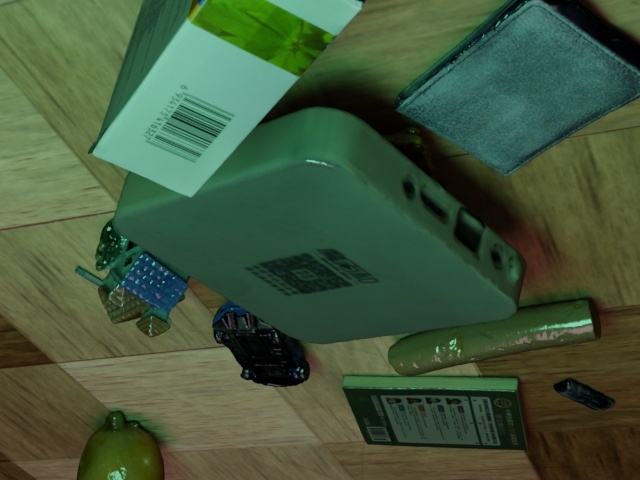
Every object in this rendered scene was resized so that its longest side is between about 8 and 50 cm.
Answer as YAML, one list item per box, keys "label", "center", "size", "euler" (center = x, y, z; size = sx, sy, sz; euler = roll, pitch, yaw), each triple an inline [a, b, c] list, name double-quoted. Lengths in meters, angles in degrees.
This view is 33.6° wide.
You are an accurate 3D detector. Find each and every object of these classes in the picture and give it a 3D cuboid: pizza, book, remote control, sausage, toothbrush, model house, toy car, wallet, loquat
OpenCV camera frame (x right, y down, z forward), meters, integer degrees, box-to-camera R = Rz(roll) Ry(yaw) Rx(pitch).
- label: "pizza"
  center: [0.076, -0.088, 1.160]
  size: [0.178, 0.041, 0.131]
  euler: [15, 151, -5]
- label: "book"
  center: [0.182, 0.269, 1.644]
  size: [0.264, 0.027, 0.202]
  euler: [-1, 142, 16]
- label: "remote control"
  center: [0.386, 0.229, 1.552]
  size: [0.096, 0.014, 0.039]
  euler: [26, 141, -24]
- label: "sausage"
  center: [0.225, 0.131, 1.415]
  size: [0.301, 0.066, 0.066]
  euler: [-17, 137, 29]
- label: "toothbrush"
  center: [-0.280, 0.081, 1.502]
  size: [0.167, 0.011, 0.014]
  euler: [35, 143, -32]
- label: "model house"
  center: [-0.228, 0.052, 1.333]
  size: [0.148, 0.148, 0.119]
  euler: [-25, 131, 36]
- label: "toy car"
  center: [-0.079, 0.147, 1.504]
  size: [0.103, 0.063, 0.216]
  euler: [-2, 149, 16]
- label: "wallet"
  center: [0.200, -0.153, 1.050]
  size: [0.167, 0.036, 0.222]
  euler: [26, 143, -23]
- label: "loquat"
  center: [-0.345, 0.392, 1.832]
  size: [0.149, 0.204, 0.172]
  euler: [-1, -171, -5]

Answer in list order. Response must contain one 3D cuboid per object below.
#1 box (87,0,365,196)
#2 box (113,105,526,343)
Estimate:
- label: "box"
  center: [-0.074, -0.199, 0.903]
  size: [0.106, 0.200, 0.299]
  euler: [25, 142, -22]
- label: "box"
  center: [0.000, 0.000, 1.221]
  size: [0.373, 0.090, 0.367]
  euler: [-14, 143, 42]
